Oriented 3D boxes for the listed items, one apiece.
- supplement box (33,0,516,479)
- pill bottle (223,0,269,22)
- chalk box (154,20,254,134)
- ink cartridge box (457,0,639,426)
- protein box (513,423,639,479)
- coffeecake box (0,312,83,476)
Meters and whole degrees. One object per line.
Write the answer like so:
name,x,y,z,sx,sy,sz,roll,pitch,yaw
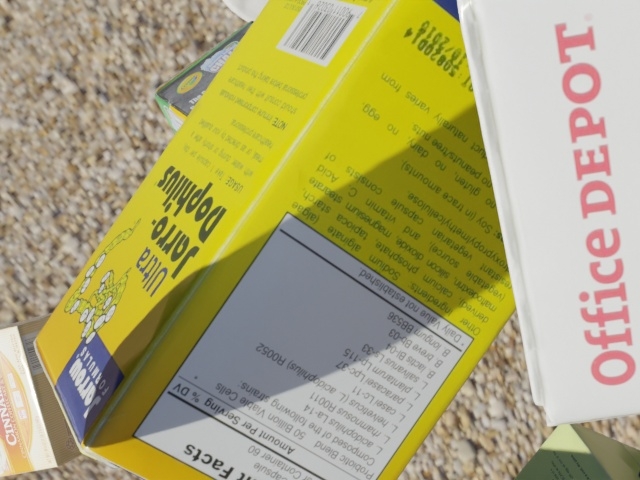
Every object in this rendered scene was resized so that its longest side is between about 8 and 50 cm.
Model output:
supplement box,0.000,0.000,0.828,0.356,0.194,0.195,-55,26,0
pill bottle,-0.049,-0.394,1.474,0.169,0.169,0.301,-15,41,8
chalk box,-0.063,-0.116,1.226,0.132,0.132,0.213,-38,42,-14
ink cartridge box,0.219,-0.064,0.485,0.306,0.226,0.131,-8,37,11
protein box,0.278,0.334,1.269,0.201,0.136,0.200,-55,33,16
coffeecake box,-0.328,0.162,1.251,0.186,0.068,0.142,-15,92,32
